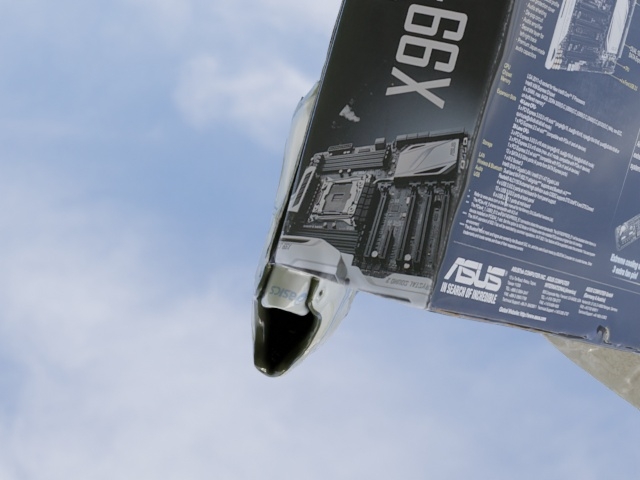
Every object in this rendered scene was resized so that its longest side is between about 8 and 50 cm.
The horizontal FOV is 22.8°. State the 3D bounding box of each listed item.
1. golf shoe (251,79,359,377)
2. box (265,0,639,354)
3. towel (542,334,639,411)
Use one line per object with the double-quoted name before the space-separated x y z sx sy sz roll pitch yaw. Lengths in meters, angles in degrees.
"golf shoe" 0.000 0.000 0.833 0.069 0.176 0.086 17 -140 8
"box" 0.123 -0.077 0.693 0.076 0.242 0.307 16 -178 35
"towel" 0.294 0.062 0.972 0.282 0.187 0.049 37 -168 -11
